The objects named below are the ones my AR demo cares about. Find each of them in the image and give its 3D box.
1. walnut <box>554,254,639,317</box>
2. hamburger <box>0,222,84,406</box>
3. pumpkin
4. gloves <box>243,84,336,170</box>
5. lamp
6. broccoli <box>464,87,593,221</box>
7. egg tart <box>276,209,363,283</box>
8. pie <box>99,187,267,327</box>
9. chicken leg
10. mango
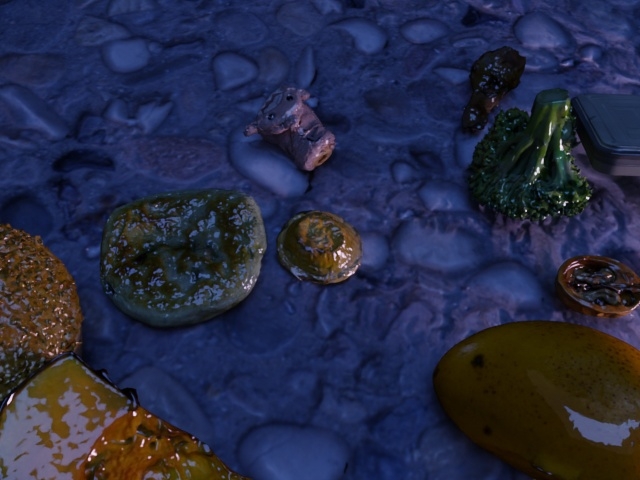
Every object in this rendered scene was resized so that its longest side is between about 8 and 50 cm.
[{"bbox_3d":[0.376,0.069,0.823,0.121,0.052,0.091,8,55,0],"label":"walnut"},{"bbox_3d":[-0.417,0.105,0.680,0.294,0.179,0.276,31,59,17],"label":"hamburger"},{"bbox_3d":[-0.180,0.269,0.597,0.312,0.148,0.169,28,55,9],"label":"pumpkin"},{"bbox_3d":[-0.041,-0.180,0.948,0.144,0.094,0.110,29,71,6],"label":"gloves"},{"bbox_3d":[0.538,-0.165,0.919,0.269,0.047,0.266,4,30,10],"label":"lamp"},{"bbox_3d":[0.322,-0.137,0.876,0.194,0.194,0.219,31,56,17],"label":"broccoli"},{"bbox_3d":[0.000,0.000,0.852,0.129,0.049,0.129,2,56,-4],"label":"egg tart"},{"bbox_3d":[-0.191,0.010,0.831,0.240,0.054,0.240,0,58,-1],"label":"pie"},{"bbox_3d":[0.288,-0.260,1.038,0.085,0.069,0.198,34,65,-9],"label":"chicken leg"},{"bbox_3d":[0.274,0.186,0.686,0.290,0.160,0.191,19,63,21],"label":"mango"}]
